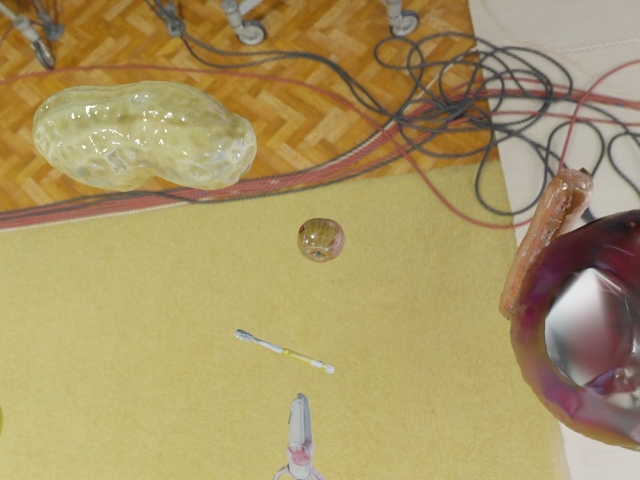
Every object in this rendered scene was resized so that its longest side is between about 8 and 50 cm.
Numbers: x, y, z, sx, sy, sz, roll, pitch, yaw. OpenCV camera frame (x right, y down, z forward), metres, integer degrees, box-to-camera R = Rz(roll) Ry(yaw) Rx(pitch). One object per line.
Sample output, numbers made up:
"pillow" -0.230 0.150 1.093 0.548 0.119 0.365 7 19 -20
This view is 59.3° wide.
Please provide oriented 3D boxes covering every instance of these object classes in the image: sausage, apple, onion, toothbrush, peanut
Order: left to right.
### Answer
"peanut" -0.235 -0.138 0.753 0.306 0.147 0.146 -2 67 9
"toothbrush" -0.073 0.256 1.283 0.024 0.288 0.021 4 69 56
"apple" 0.002 0.001 1.424 0.126 0.126 0.101 -3 59 10
"sausage" 0.481 0.025 1.231 0.094 0.418 0.094 1 42 -5
"onion" 0.516 0.153 0.978 0.399 0.420 0.397 -1 79 4

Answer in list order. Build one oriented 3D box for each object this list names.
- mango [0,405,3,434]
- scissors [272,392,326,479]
"mango" -0.451 0.199 0.580 0.186 0.273 0.149 18 75 0
"scissors" -0.036 0.405 1.072 0.118 0.030 0.241 6 104 18
